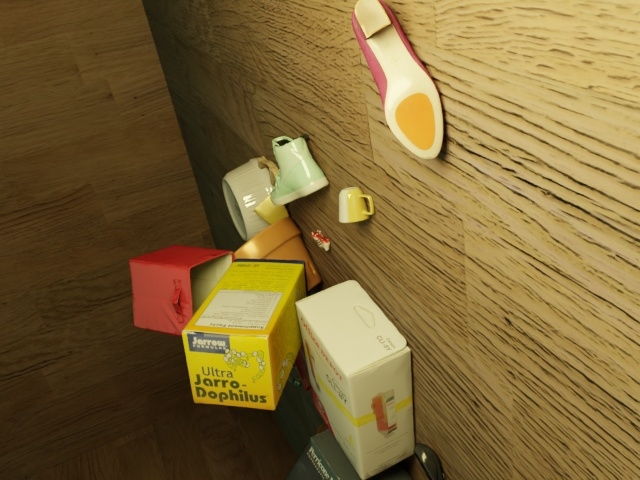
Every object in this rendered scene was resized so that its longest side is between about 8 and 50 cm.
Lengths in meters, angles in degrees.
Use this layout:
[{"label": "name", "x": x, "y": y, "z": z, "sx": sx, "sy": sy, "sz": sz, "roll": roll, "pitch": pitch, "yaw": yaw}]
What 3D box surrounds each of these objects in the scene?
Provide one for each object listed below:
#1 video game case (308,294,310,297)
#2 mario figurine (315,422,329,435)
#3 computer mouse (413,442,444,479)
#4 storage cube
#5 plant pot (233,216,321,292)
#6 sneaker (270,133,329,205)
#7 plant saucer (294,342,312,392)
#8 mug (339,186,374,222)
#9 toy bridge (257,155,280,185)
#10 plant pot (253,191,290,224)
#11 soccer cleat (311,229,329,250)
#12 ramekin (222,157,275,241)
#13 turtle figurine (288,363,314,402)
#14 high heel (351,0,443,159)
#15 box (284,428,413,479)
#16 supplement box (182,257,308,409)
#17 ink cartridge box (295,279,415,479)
[{"label": "video game case", "x": -0.048, "y": 0.294, "z": 2.005, "sx": 0.248, "sy": 0.035, "sz": 0.275, "roll": 59, "pitch": 153, "yaw": 31}, {"label": "mario figurine", "x": 0.077, "y": 0.747, "z": 1.955, "sx": 0.320, "sy": 0.198, "sz": 0.170, "roll": -125, "pitch": 35, "yaw": -51}, {"label": "computer mouse", "x": 0.281, "y": 0.557, "z": 1.347, "sx": 0.242, "sy": 0.041, "sz": 0.071, "roll": 61, "pitch": 172, "yaw": 3}, {"label": "storage cube", "x": -0.350, "y": 0.122, "z": 1.551, "sx": 0.193, "sy": 0.215, "sz": 0.184, "roll": 6, "pitch": 105, "yaw": 26}, {"label": "plant pot", "x": -0.135, "y": 0.102, "z": 1.725, "sx": 0.203, "sy": 0.291, "sz": 0.291, "roll": 51, "pitch": 161, "yaw": 5}, {"label": "sneaker", "x": -0.075, "y": -0.174, "z": 1.466, "sx": 0.256, "sy": 0.094, "sz": 0.151, "roll": -14, "pitch": 102, "yaw": 64}, {"label": "plant saucer", "x": -0.042, "y": 0.328, "z": 1.907, "sx": 0.258, "sy": 0.047, "sz": 0.259, "roll": 66, "pitch": 157, "yaw": 16}, {"label": "mug", "x": 0.071, "y": -0.074, "z": 1.218, "sx": 0.062, "sy": 0.078, "sz": 0.064, "roll": -45, "pitch": -52, "yaw": -72}, {"label": "toy bridge", "x": -0.135, "y": -0.189, "z": 1.766, "sx": 0.188, "sy": 0.026, "sz": 0.063, "roll": 54, "pitch": 157, "yaw": 38}, {"label": "plant pot", "x": -0.133, "y": -0.084, "z": 1.772, "sx": 0.083, "sy": 0.081, "sz": 0.081, "roll": 46, "pitch": -177, "yaw": 4}, {"label": "soccer cleat", "x": 0.000, "y": 0.000, "z": 1.563, "sx": 0.083, "sy": 0.029, "sz": 0.035, "roll": 34, "pitch": 138, "yaw": 56}, {"label": "ramekin", "x": -0.217, "y": -0.118, "z": 1.934, "sx": 0.273, "sy": 0.127, "sz": 0.273, "roll": 57, "pitch": 159, "yaw": 36}, {"label": "turtle figurine", "x": -0.057, "y": 0.479, "z": 2.177, "sx": 0.234, "sy": 0.118, "sz": 0.175, "roll": 55, "pitch": 180, "yaw": -7}, {"label": "high heel", "x": 0.112, "y": -0.233, "z": 0.880, "sx": 0.244, "sy": 0.082, "sz": 0.117, "roll": 59, "pitch": -166, "yaw": -8}, {"label": "box", "x": 0.057, "y": 0.728, "z": 1.631, "sx": 0.293, "sy": 0.212, "sz": 0.395, "roll": 49, "pitch": 129, "yaw": 33}, {"label": "supplement box", "x": -0.159, "y": 0.206, "z": 1.440, "sx": 0.356, "sy": 0.194, "sz": 0.195, "roll": -64, "pitch": -27, "yaw": -63}, {"label": "ink cartridge box", "x": 0.085, "y": 0.331, "z": 1.458, "sx": 0.279, "sy": 0.160, "sz": 0.385, "roll": 48, "pitch": 154, "yaw": 49}]
